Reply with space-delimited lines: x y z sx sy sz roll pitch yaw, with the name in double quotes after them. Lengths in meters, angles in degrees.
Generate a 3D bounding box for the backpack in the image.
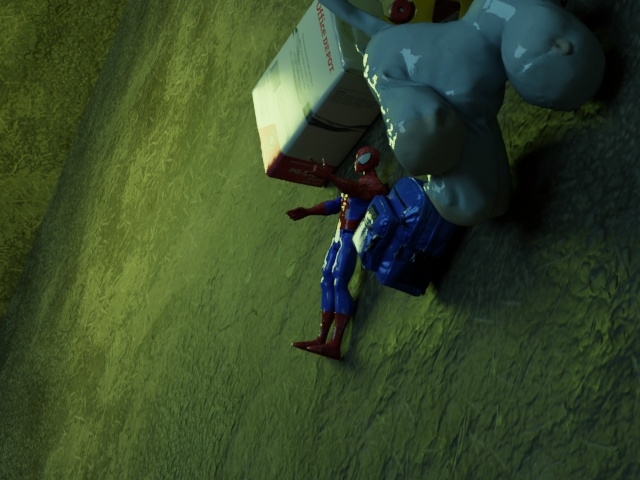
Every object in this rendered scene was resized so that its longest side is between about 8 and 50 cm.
0.101 -0.011 1.583 0.120 0.101 0.098 -59 31 20 "backpack"

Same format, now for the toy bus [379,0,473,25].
0.165 -0.264 1.621 0.104 0.191 0.202 56 142 7 "toy bus"

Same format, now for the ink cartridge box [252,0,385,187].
0.005 -0.218 1.952 0.237 0.100 0.172 -50 39 42 "ink cartridge box"

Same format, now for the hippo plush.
0.184 -0.174 1.448 0.236 0.234 0.294 -32 51 12 "hippo plush"

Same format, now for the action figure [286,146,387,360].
0.000 0.000 1.776 0.091 0.139 0.280 2 72 66 "action figure"
